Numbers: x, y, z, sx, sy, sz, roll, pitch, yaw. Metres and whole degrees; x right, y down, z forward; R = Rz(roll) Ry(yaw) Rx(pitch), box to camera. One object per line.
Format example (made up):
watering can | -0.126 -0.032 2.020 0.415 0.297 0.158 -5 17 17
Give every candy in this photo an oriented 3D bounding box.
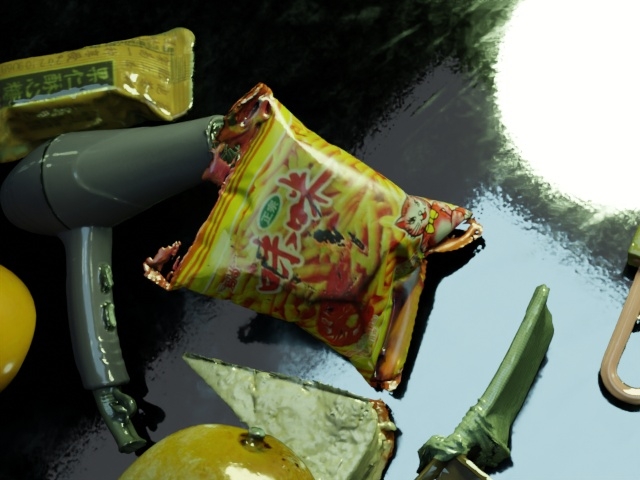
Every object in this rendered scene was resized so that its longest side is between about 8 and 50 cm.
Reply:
candy | -0.276 -0.174 1.073 0.271 0.101 0.143 -13 62 2

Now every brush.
brush | 0.338 0.050 0.868 0.103 0.047 0.233 23 80 20

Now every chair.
chair | 0.173 0.221 0.794 0.186 0.160 0.319 37 84 28

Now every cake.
cake | -0.023 0.157 0.898 0.117 0.086 0.220 -45 67 -3

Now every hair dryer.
hair dryer | -0.208 0.047 0.972 0.301 0.121 0.361 -11 83 29

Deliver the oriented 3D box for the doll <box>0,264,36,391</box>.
doll | -0.428 0.121 0.957 0.213 0.213 0.236 15 84 18

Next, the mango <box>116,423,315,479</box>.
mango | -0.133 0.335 0.803 0.221 0.199 0.384 26 94 -5

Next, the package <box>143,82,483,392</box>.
package | -0.004 0.006 0.908 0.288 0.108 0.223 30 85 -7
